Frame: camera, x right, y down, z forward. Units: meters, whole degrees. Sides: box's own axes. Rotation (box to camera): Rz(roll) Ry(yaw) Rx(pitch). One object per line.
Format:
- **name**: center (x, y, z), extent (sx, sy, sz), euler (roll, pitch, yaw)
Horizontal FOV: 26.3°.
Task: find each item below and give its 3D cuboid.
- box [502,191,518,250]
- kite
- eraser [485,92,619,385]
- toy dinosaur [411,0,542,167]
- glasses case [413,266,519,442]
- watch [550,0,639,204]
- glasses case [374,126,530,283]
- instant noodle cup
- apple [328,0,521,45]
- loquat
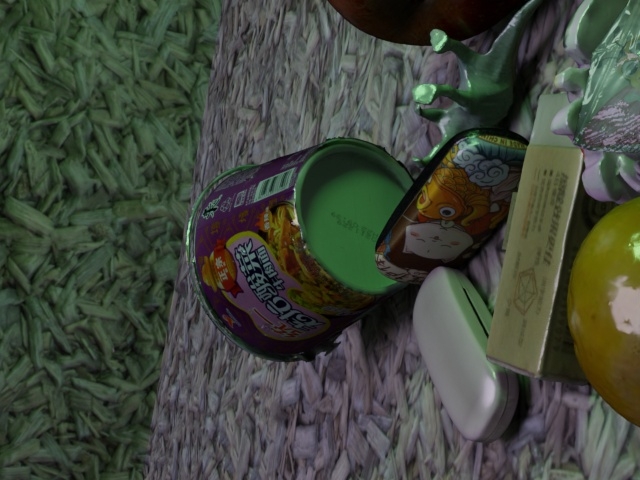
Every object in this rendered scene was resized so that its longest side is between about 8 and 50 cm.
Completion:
- **box**: center (0.271, -0.019, 1.767), extent (0.083, 0.035, 0.079), euler (-160, 81, -69)
- **kite**: center (0.393, -0.139, 1.258), extent (0.360, 0.022, 0.204), euler (26, 93, 46)
- **eraser**: center (0.291, -0.005, 1.653), extent (0.144, 0.078, 0.343), euler (-165, 86, -68)
- **toy dinosaur**: center (0.212, -0.223, 1.842), extent (0.393, 0.205, 0.092), euler (-53, 50, 14)
- **glasses case**: center (0.191, 0.149, 1.841), extent (0.297, 0.075, 0.113), euler (-112, 38, -52)
- **watch**: center (0.368, -0.154, 1.387), extent (0.231, 0.196, 0.244), euler (-16, 65, 59)
- **glasses case**: center (0.180, -0.042, 1.888), extent (0.321, 0.122, 0.082), euler (124, 148, -47)
- **instant noodle cup**: center (0.000, 0.000, 2.115), extent (0.266, 0.340, 0.340), euler (-26, 56, 50)
- **apple**: center (0.149, -0.438, 1.860), extent (0.348, 0.348, 0.277), euler (135, 142, -56)
- **loquat**: center (0.338, 0.069, 1.294), extent (0.244, 0.244, 0.244), euler (-170, 90, -69)
